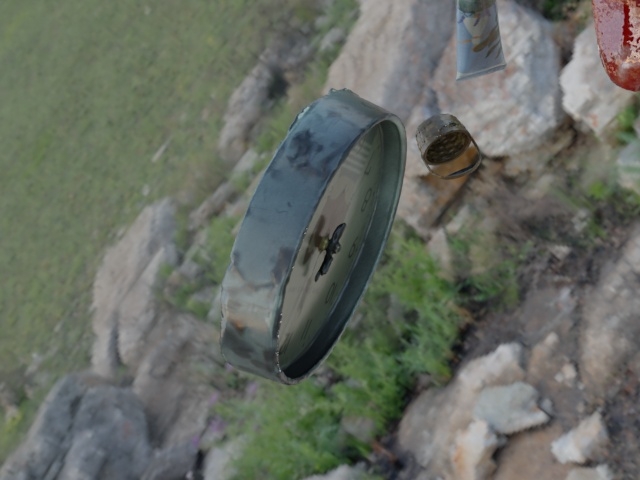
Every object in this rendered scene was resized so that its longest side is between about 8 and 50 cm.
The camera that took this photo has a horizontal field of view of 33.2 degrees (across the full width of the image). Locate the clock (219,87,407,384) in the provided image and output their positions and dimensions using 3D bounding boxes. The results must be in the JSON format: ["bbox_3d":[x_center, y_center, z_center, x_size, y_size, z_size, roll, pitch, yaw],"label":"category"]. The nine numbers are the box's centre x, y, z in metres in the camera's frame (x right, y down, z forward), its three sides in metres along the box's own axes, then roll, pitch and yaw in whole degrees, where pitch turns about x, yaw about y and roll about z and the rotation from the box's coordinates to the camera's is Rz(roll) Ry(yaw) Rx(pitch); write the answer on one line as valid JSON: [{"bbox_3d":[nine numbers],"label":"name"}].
[{"bbox_3d":[0.000,0.000,1.152,0.067,0.325,0.325,22,69,18],"label":"clock"}]

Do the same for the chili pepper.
[{"bbox_3d":[0.361,-0.284,1.165,0.144,0.252,0.136,-5,24,9],"label":"chili pepper"}]

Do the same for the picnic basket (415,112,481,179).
[{"bbox_3d":[0.162,-0.113,1.348,0.072,0.072,0.083,-41,55,23],"label":"picnic basket"}]

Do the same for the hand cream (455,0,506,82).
[{"bbox_3d":[0.256,-0.343,1.730,0.091,0.271,0.058,-19,61,1],"label":"hand cream"}]
